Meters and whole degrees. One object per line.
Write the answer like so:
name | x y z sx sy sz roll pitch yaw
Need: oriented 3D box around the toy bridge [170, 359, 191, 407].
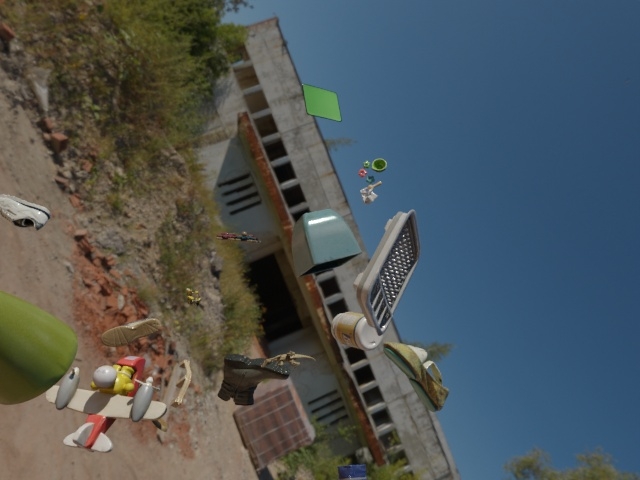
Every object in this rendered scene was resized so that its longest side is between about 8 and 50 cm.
toy bridge | -0.494 0.508 1.582 0.026 0.063 0.188 40 23 -28

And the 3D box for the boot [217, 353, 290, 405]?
boot | -0.227 0.489 1.509 0.083 0.247 0.161 -20 117 -78

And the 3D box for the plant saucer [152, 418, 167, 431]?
plant saucer | -0.637 0.725 1.746 0.083 0.015 0.083 39 -13 11

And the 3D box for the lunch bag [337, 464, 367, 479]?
lunch bag | 0.103 0.751 1.397 0.098 0.067 0.065 23 51 -39

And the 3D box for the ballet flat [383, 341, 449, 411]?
ballet flat | 0.330 0.432 1.478 0.348 0.123 0.123 54 -4 -22

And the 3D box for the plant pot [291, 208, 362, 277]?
plant pot | 0.000 0.000 2.024 0.247 0.248 0.252 -41 -116 62

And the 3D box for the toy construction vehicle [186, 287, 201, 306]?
toy construction vehicle | -0.609 0.276 2.119 0.086 0.035 0.098 21 -53 37

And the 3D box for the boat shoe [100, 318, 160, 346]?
boat shoe | -0.974 0.471 2.267 0.092 0.285 0.102 -11 -83 69

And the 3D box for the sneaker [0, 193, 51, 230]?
sneaker | -1.183 -0.106 1.702 0.090 0.235 0.094 106 -2 -52

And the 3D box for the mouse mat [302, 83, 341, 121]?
mouse mat | 0.007 -0.596 1.904 0.007 0.190 0.152 -27 -114 50

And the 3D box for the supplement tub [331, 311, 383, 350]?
supplement tub | 0.152 0.379 1.857 0.200 0.144 0.144 -3 -69 55

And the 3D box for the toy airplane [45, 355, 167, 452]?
toy airplane | -0.843 0.619 1.720 0.384 0.386 0.272 37 -45 45

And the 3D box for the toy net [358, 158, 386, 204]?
toy net | 0.222 -0.275 2.014 0.045 0.122 0.232 74 32 -62

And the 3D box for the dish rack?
dish rack | 0.201 0.092 1.314 0.072 0.332 0.285 18 -26 29

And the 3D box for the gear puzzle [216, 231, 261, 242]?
gear puzzle | -0.361 -0.016 2.006 0.339 0.176 0.044 159 -65 -88

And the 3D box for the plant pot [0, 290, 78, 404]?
plant pot | -0.896 0.267 1.237 0.293 0.275 0.274 80 -16 -45

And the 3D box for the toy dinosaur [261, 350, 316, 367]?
toy dinosaur | -0.096 0.372 1.394 0.092 0.183 0.053 154 -67 -74
